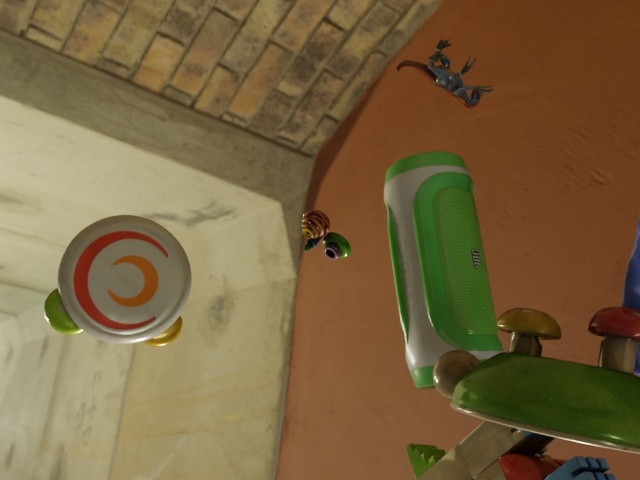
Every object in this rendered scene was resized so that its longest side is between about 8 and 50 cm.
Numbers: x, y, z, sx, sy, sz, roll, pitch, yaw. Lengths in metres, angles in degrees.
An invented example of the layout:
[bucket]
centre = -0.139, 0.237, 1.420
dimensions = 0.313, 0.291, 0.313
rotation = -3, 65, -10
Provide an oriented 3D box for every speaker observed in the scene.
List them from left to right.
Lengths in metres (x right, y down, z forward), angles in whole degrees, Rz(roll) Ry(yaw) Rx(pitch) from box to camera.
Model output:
[speaker]
centre = 0.159, 0.039, 0.850
dimensions = 0.131, 0.131, 0.296
rotation = -24, -114, 46

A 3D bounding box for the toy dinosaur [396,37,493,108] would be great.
[toy dinosaur]
centre = 0.138, -0.171, 0.682
dimensions = 0.090, 0.082, 0.047
rotation = -4, -130, 26

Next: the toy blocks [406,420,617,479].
[toy blocks]
centre = 0.254, 0.335, 0.697
dimensions = 0.261, 0.190, 0.381
rotation = -55, -146, 33

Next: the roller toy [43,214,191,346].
[roller toy]
centre = -0.302, 0.060, 0.999
dimensions = 0.146, 0.209, 0.191
rotation = 171, -69, -68

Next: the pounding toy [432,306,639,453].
[pounding toy]
centre = 0.208, 0.110, 0.573
dimensions = 0.237, 0.183, 0.110
rotation = 118, -17, -82

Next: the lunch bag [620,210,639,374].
[lunch bag]
centre = 0.500, -0.020, 0.638
dimensions = 0.239, 0.385, 0.328
rotation = -102, -169, -66

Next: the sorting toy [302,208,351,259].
[sorting toy]
centre = 0.000, 0.000, 1.017
dimensions = 0.061, 0.102, 0.042
rotation = -16, -153, 50
